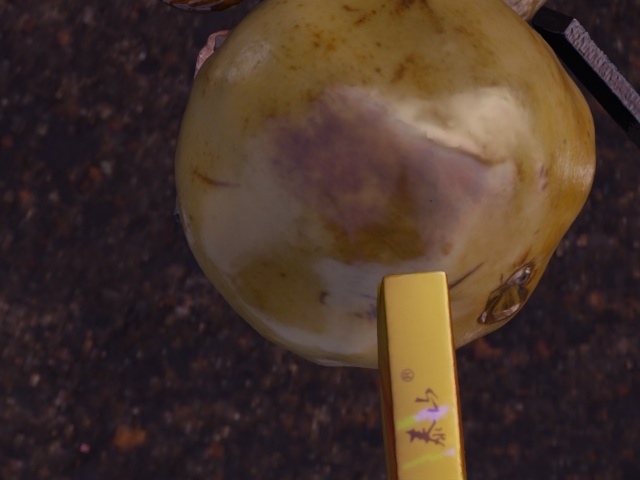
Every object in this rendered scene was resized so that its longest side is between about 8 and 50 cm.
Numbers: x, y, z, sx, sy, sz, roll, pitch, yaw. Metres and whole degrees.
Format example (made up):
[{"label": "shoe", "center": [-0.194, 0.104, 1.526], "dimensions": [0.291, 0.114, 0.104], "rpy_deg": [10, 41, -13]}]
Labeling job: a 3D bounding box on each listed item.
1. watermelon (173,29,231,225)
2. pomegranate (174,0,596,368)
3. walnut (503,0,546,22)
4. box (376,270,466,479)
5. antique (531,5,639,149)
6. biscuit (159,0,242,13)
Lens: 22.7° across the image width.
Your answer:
[{"label": "watermelon", "center": [-0.053, -0.137, 1.618], "dimensions": [0.148, 0.318, 0.226], "rpy_deg": [3, 131, 8]}, {"label": "pomegranate", "center": [0.045, -0.064, 1.254], "dimensions": [0.332, 0.333, 0.333], "rpy_deg": [4, 126, 5]}, {"label": "walnut", "center": [0.138, -0.251, 1.542], "dimensions": [0.184, 0.155, 0.155], "rpy_deg": [-38, 113, 20]}, {"label": "box", "center": [0.059, 0.105, 0.931], "dimensions": [0.043, 0.269, 0.152], "rpy_deg": [-6, 83, 3]}, {"label": "antique", "center": [0.189, -0.088, 1.002], "dimensions": [0.192, 0.031, 0.015], "rpy_deg": [37, 83, -46]}, {"label": "biscuit", "center": [-0.107, -0.314, 1.589], "dimensions": [0.187, 0.188, 0.027], "rpy_deg": [-18, 160, 20]}]
